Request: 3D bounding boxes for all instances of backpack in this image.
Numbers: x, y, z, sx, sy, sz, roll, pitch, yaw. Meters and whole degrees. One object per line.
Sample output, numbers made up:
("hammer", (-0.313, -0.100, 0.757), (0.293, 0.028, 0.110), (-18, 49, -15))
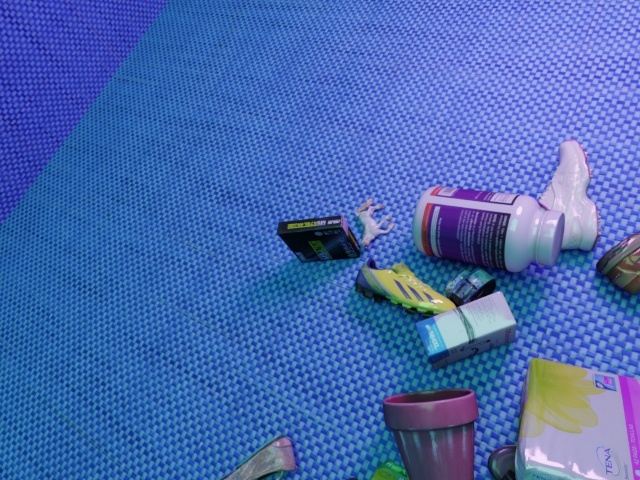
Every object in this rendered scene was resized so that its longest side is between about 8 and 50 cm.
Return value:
("backpack", (0.364, 0.118, 1.118), (0.114, 0.105, 0.084), (-40, 57, -4))

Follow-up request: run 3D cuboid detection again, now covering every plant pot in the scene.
("plant pot", (0.242, 0.420, 0.971), (0.201, 0.201, 0.181), (-12, 77, 15))

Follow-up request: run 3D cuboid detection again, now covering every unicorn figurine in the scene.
("unicorn figurine", (0.150, -0.044, 1.317), (0.111, 0.060, 0.162), (-31, 42, 4))

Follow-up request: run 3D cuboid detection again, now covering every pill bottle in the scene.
("pill bottle", (0.399, -0.028, 1.108), (0.322, 0.181, 0.182), (12, 69, 36))

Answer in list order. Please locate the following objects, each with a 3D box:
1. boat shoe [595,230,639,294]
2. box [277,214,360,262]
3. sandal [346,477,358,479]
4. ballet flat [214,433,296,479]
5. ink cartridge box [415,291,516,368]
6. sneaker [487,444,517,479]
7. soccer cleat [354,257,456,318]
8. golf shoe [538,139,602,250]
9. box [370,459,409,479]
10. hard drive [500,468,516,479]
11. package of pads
("boat shoe", (0.786, 0.004, 1.019), (0.323, 0.122, 0.120), (-37, 62, 9))
("box", (0.000, 0.000, 1.266), (0.183, 0.191, 0.045), (-7, 61, 16))
("sandal", (0.081, 0.614, 1.000), (0.067, 0.040, 0.179), (-22, 40, 4))
("ballet flat", (-0.194, 0.592, 1.092), (0.315, 0.107, 0.106), (-35, 65, 2))
("ink cartridge box", (0.336, 0.211, 1.055), (0.202, 0.148, 0.086), (-23, 58, 9))
("sneaker", (0.477, 0.479, 0.880), (0.299, 0.121, 0.111), (13, 69, 26))
("soccer cleat", (0.213, 0.115, 1.159), (0.288, 0.093, 0.121), (16, 78, 40))
("golf shoe", (0.605, -0.119, 1.147), (0.140, 0.115, 0.307), (-4, 62, 22))
("box", (0.143, 0.563, 0.980), (0.105, 0.043, 0.179), (21, 46, 28))
("hard drive", (0.380, 0.526, 0.899), (0.022, 0.135, 0.094), (-19, 45, -42))
("package of pads", (0.496, 0.364, 0.865), (0.228, 0.101, 0.296), (7, 30, 23))
